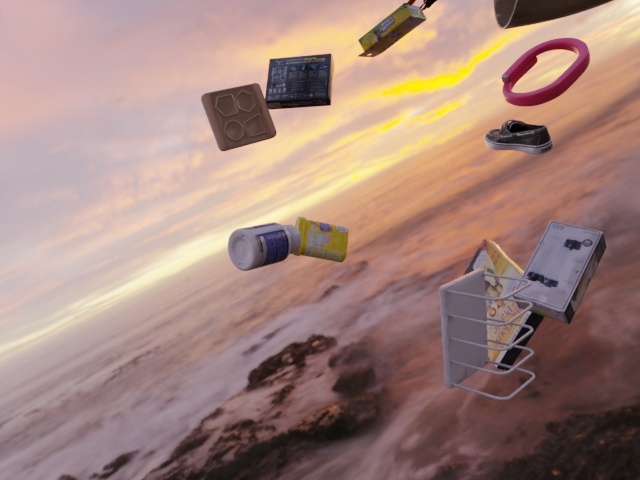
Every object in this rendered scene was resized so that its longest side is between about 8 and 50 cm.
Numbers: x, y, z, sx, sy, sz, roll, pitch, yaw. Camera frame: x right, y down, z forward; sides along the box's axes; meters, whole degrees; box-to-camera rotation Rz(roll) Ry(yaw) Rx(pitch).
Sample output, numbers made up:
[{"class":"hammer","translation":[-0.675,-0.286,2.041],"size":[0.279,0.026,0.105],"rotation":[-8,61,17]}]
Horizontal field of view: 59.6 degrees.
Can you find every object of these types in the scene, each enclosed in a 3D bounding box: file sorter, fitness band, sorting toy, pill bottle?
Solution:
[{"class":"file sorter","translation":[0.440,0.238,1.449],"size":[0.192,0.278,0.173],"rotation":[-17,16,-42]},{"class":"fitness band","translation":[0.684,-0.517,1.706],"size":[0.291,0.054,0.209],"rotation":[-45,39,-14]},{"class":"sorting toy","translation":[-0.266,-0.404,1.829],"size":[0.208,0.193,0.038],"rotation":[-22,4,-27]},{"class":"pill bottle","translation":[-0.142,0.010,1.484],"size":[0.112,0.112,0.186],"rotation":[-25,-8,42]}]

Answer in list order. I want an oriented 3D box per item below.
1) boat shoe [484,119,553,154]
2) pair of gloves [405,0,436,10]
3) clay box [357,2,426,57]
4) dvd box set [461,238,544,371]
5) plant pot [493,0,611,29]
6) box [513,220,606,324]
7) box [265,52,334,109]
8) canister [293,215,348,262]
[{"class":"boat shoe","translation":[0.494,-0.270,1.411],"size":[0.077,0.070,0.219],"rotation":[-31,24,-15]},{"class":"pair of gloves","translation":[0.257,-0.601,1.375],"size":[0.083,0.010,0.074],"rotation":[0,-25,-38]},{"class":"clay box","translation":[0.221,-0.676,1.814],"size":[0.222,0.053,0.127],"rotation":[-27,-3,36]},{"class":"dvd box set","translation":[0.638,0.221,2.036],"size":[0.420,0.062,0.308],"rotation":[-112,43,-60]},{"class":"plant pot","translation":[0.576,-0.634,1.314],"size":[0.273,0.257,0.256],"rotation":[0,5,4]},{"class":"box","translation":[0.733,0.094,1.718],"size":[0.169,0.087,0.290],"rotation":[18,68,42]},{"class":"box","translation":[-0.073,-0.558,1.966],"size":[0.232,0.184,0.059],"rotation":[-1,-19,13]},{"class":"canister","translation":[0.000,0.000,1.815],"size":[0.169,0.126,0.073],"rotation":[11,-20,-12]}]
